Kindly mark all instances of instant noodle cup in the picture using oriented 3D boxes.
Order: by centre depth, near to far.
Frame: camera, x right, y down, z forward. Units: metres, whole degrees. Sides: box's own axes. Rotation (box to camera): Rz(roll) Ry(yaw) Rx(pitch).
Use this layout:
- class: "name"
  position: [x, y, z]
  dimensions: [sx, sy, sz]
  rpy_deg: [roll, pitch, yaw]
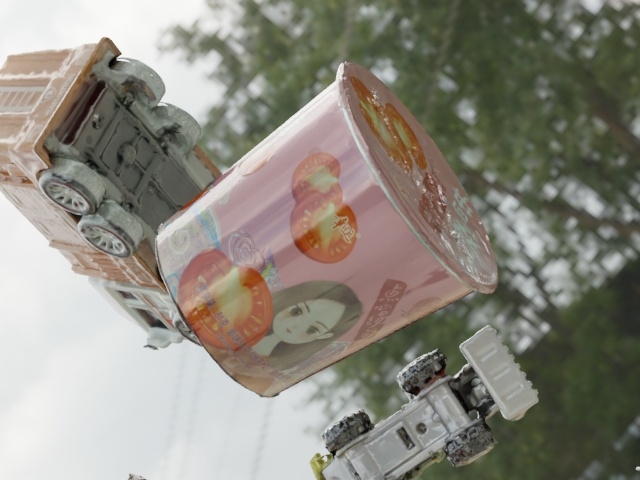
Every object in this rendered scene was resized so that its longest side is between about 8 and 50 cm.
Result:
- class: "instant noodle cup"
  position: [0.000, 0.000, 1.636]
  dimensions: [0.231, 0.243, 0.243]
  rpy_deg: [-33, -15, 17]

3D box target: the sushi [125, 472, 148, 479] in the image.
- class: "sushi"
  position: [-0.215, 0.342, 2.240]
  dimensions: [0.060, 0.062, 0.118]
  rpy_deg: [13, -109, -78]

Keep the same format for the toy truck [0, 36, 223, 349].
- class: "toy truck"
  position: [-0.218, -0.040, 2.025]
  dimensions: [0.387, 0.207, 0.173]
  rpy_deg: [52, -125, -39]

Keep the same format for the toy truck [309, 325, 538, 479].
- class: "toy truck"
  position: [0.119, 0.217, 2.106]
  dimensions: [0.286, 0.136, 0.111]
  rpy_deg: [-36, -13, 15]

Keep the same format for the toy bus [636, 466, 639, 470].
- class: "toy bus"
  position: [0.359, 0.291, 1.767]
  dimensions: [0.088, 0.175, 0.101]
  rpy_deg: [1, -2, -19]
